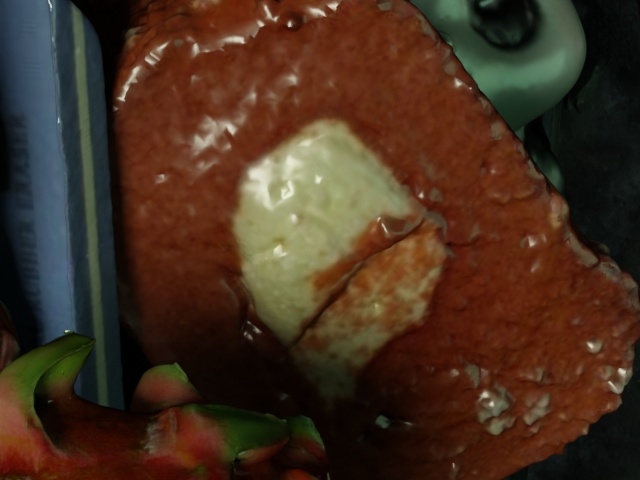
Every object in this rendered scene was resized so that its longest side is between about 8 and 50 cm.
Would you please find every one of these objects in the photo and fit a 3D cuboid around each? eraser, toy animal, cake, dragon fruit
[{"bbox_3d":[-0.114,0.012,0.491,0.036,0.082,0.225,-45,140,-60],"label":"eraser"},{"bbox_3d":[0.041,-0.075,0.766,0.266,0.213,0.212,82,22,-45],"label":"toy animal"},{"bbox_3d":[0.000,0.000,0.584,0.283,0.177,0.151,48,2,-32],"label":"cake"},{"bbox_3d":[-0.091,0.108,0.393,0.135,0.236,0.137,-114,-142,-49],"label":"dragon fruit"}]

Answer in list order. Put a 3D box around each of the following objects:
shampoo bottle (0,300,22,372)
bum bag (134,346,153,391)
[{"bbox_3d":[-0.152,-0.055,0.339,0.314,0.076,0.118,79,23,-49],"label":"shampoo bottle"},{"bbox_3d":[-0.066,0.101,0.761,0.197,0.049,0.087,73,23,-54],"label":"bum bag"}]
